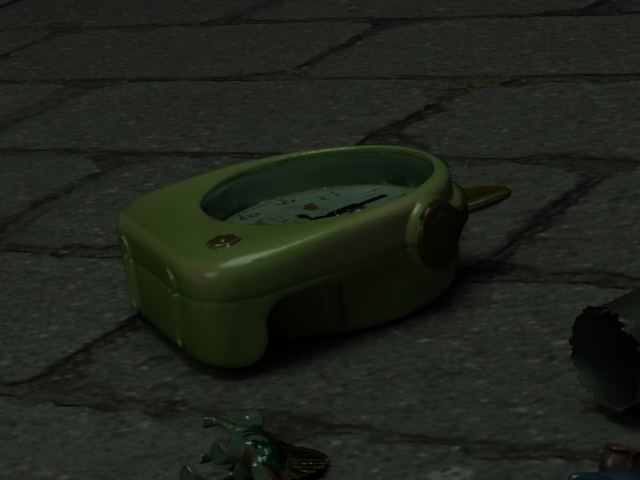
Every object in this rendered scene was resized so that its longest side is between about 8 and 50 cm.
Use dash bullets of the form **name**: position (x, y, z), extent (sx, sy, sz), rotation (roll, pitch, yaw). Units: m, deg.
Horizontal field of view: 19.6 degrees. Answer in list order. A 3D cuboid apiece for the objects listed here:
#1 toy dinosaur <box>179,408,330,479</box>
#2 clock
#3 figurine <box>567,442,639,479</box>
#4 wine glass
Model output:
- **toy dinosaur**: position (-0.038, 0.168, 1.410), extent (0.106, 0.044, 0.187), rotation (-5, 10, -42)
- **clock**: position (0.000, 0.000, 1.760), extent (0.348, 0.117, 0.286), rotation (-15, 19, -19)
- **figurine**: position (0.214, 0.187, 1.140), extent (0.178, 0.114, 0.144), rotation (0, 10, -8)
- **wine glass**: position (0.308, 0.063, 1.450), extent (0.222, 0.103, 0.103), rotation (-19, 20, -24)
